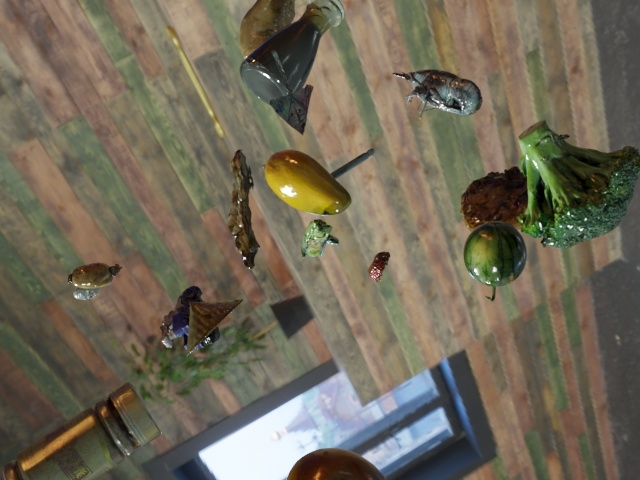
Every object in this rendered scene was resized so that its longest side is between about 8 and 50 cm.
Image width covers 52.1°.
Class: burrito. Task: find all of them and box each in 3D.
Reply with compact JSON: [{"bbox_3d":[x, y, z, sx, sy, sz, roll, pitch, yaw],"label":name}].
[{"bbox_3d":[0.000,0.000,1.917,0.288,0.104,0.054,108,166,-71],"label":"burrito"}]

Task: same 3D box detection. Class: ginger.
[{"bbox_3d":[-0.167,-0.672,2.038,0.152,0.267,0.138,23,178,27],"label":"ginger"}]

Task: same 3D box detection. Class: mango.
[{"bbox_3d":[-0.043,-0.161,1.854,0.316,0.119,0.177,29,139,24],"label":"mango"},{"bbox_3d":[0.045,0.528,1.330,0.317,0.211,0.173,65,-149,-56],"label":"mango"}]

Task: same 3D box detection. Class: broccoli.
[{"bbox_3d":[0.512,-0.128,1.328,0.269,0.269,0.254,61,163,1],"label":"broccoli"}]

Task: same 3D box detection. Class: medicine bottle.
[{"bbox_3d":[-0.545,0.480,1.513,0.151,0.322,0.151,48,160,24],"label":"medicine bottle"}]

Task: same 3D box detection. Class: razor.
[{"bbox_3d":[0.081,-0.228,2.075,0.068,0.232,0.106,12,130,59],"label":"razor"}]

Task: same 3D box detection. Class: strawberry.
[{"bbox_3d":[0.178,0.082,2.066,0.048,0.104,0.152,25,155,-3],"label":"strawberry"}]

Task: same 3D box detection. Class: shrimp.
[{"bbox_3d":[0.353,-0.475,2.115,0.372,0.172,0.137,20,134,46],"label":"shrimp"}]

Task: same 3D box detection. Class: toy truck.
[{"bbox_3d":[-0.446,0.275,2.197,0.161,0.177,0.213,62,179,-28],"label":"toy truck"}]

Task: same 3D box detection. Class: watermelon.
[{"bbox_3d":[0.395,0.049,1.494,0.141,0.140,0.187,-130,34,-59],"label":"watermelon"}]

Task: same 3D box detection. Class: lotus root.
[{"bbox_3d":[-0.626,0.097,1.819,0.063,0.151,0.072,102,151,-65],"label":"lotus root"}]

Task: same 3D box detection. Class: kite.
[{"bbox_3d":[-0.051,-0.257,1.139,0.005,0.137,0.153,-3,111,35],"label":"kite"}]

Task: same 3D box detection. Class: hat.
[{"bbox_3d":[-0.216,0.138,1.204,0.067,0.146,0.146,45,173,-1],"label":"hat"}]

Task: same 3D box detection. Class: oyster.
[{"bbox_3d":[-0.201,-0.081,1.666,0.129,0.078,0.345,94,170,-64],"label":"oyster"}]

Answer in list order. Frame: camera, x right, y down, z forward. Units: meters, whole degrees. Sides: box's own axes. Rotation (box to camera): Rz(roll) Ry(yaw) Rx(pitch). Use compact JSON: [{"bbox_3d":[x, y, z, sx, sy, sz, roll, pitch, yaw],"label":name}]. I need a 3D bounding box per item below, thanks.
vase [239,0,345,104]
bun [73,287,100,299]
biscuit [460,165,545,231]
[{"bbox_3d":[-0.063,-0.530,1.786,0.173,0.321,0.173,32,164,10],"label":"vase"},{"bbox_3d":[-0.711,0.154,2.000,0.045,0.083,0.083,54,173,8],"label":"bun"},{"bbox_3d":[0.584,-0.139,2.089,0.334,0.289,0.081,-92,-22,-58],"label":"biscuit"}]
